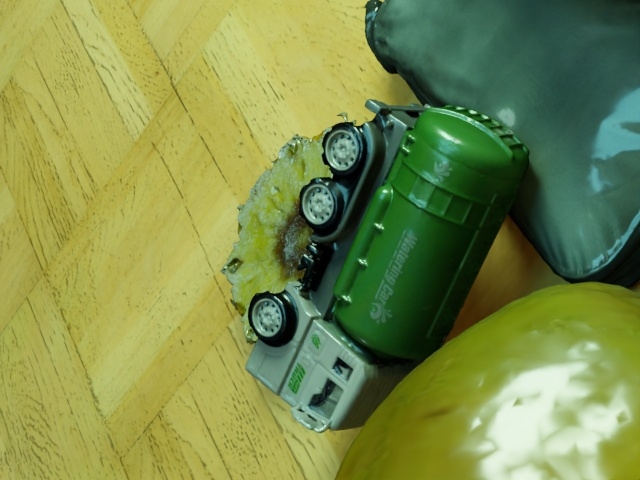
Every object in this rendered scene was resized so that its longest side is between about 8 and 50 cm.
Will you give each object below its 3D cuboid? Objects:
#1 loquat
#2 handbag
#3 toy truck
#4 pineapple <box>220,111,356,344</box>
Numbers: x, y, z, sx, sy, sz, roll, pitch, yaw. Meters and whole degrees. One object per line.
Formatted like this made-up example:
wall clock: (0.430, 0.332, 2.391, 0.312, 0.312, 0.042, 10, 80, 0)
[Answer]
loquat: (0.132, 0.158, 0.756, 0.276, 0.276, 0.283, 28, 85, 47)
handbag: (0.153, -0.128, 0.981, 0.191, 0.075, 0.332, -56, 49, 24)
toy truck: (0.047, 0.015, 0.963, 0.125, 0.101, 0.242, 38, 114, 30)
pineapple: (0.000, 0.000, 1.118, 0.221, 0.047, 0.221, -17, 66, 42)
